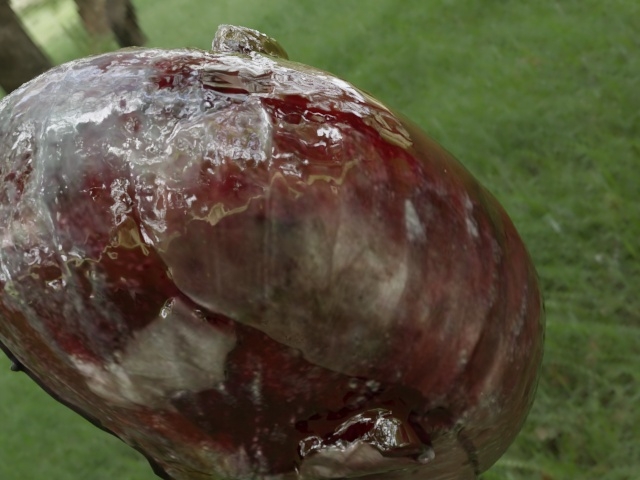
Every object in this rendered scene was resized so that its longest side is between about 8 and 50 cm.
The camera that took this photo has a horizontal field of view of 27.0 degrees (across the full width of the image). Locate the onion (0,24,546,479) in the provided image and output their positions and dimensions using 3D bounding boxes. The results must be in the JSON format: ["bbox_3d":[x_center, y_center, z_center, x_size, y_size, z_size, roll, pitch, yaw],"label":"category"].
[{"bbox_3d":[0.000,0.000,0.398,0.098,0.206,0.151,-16,63,48],"label":"onion"}]
